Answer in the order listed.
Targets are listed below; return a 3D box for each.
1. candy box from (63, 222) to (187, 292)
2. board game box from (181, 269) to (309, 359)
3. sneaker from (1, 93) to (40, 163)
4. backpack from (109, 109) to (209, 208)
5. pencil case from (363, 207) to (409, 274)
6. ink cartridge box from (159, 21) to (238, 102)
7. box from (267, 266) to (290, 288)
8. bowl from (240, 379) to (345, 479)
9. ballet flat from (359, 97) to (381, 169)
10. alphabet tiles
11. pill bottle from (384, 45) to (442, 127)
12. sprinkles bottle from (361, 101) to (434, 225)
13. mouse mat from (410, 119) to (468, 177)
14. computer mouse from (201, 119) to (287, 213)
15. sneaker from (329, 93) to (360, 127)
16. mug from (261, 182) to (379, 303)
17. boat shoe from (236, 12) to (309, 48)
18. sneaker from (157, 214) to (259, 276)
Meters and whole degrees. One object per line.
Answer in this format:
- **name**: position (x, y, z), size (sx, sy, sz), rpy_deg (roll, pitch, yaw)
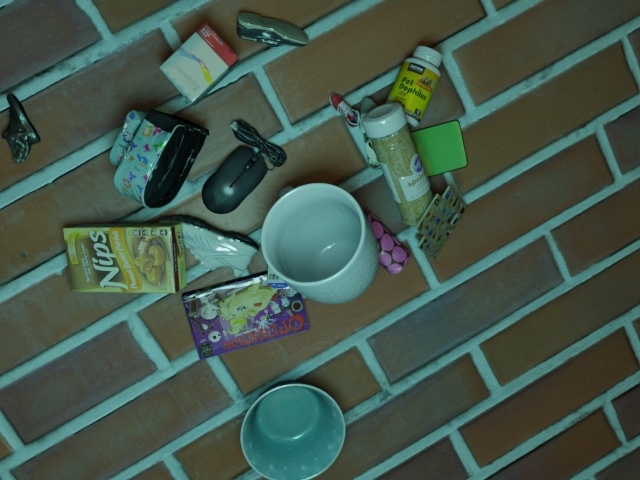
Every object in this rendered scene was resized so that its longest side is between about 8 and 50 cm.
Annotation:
- **candy box**: position (-0.537, 0.047, 1.584), size (0.316, 0.087, 0.183), rpy_deg (-1, 99, 10)
- **board game box**: position (-0.222, 0.215, 1.734), size (0.346, 0.056, 0.208), rpy_deg (-15, 106, -7)
- **sneaker**: position (-0.823, -0.300, 1.545), size (0.089, 0.051, 0.170), rpy_deg (-27, 106, -9)
- **backpack**: position (-0.442, -0.217, 1.538), size (0.191, 0.225, 0.254), rpy_deg (24, 100, 10)
- **pencil case**: position (0.181, 0.004, 1.747), size (0.209, 0.095, 0.098), rpy_deg (46, 66, -15)
- **ink cartridge box**: position (-0.328, -0.473, 1.559), size (0.176, 0.128, 0.127), rpy_deg (-44, 103, -1)
- **box**: position (-0.115, 0.081, 1.699), size (0.081, 0.028, 0.136), rpy_deg (1, 68, 0)
- **bowl**: position (-0.091, 0.553, 1.751), size (0.311, 0.163, 0.312), rpy_deg (-2, 100, -9)
- **ballet flat**: position (0.151, -0.311, 1.689), size (0.068, 0.072, 0.213), rpy_deg (-30, 109, -43)
- **alphabet tiles**: position (0.356, -0.053, 1.721), size (0.198, 0.009, 0.237), rpy_deg (-58, 147, 3)
- **pill bottle**: position (0.273, -0.447, 1.670), size (0.117, 0.117, 0.215), rpy_deg (23, 95, -12)
- **sprinkles bottle**: position (0.235, -0.215, 1.655), size (0.121, 0.121, 0.355), rpy_deg (-29, 119, -4)
- **mouse mat**: position (0.355, -0.278, 1.769), size (0.189, 0.007, 0.153), rpy_deg (-16, 102, -8)
- **computer mouse**: position (-0.240, -0.193, 1.649), size (0.188, 0.072, 0.272), rpy_deg (37, 92, -14)
- **sneaker**: position (0.073, -0.381, 1.673), size (0.042, 0.067, 0.118), rpy_deg (-42, 103, -1)
- **mug**: position (0.000, 0.000, 1.590), size (0.276, 0.328, 0.374), rpy_deg (-37, 63, 2)
- **boat shoe**: position (-0.137, -0.580, 1.620), size (0.206, 0.075, 0.065), rpy_deg (11, 140, -16)
- **sneaker**: position (-0.331, 0.016, 1.654), size (0.297, 0.111, 0.129), rpy_deg (22, 101, -11)
